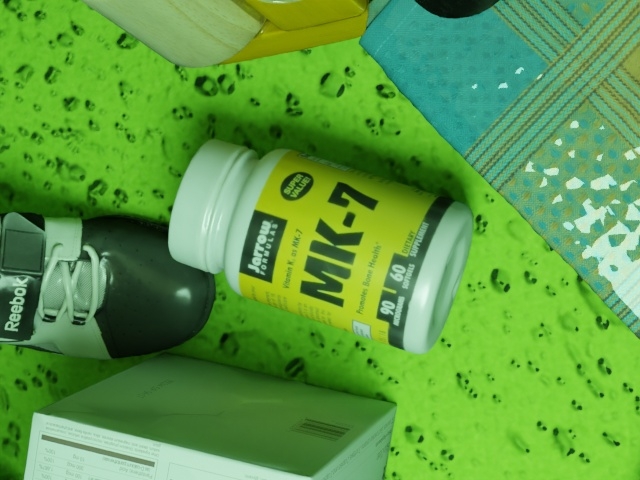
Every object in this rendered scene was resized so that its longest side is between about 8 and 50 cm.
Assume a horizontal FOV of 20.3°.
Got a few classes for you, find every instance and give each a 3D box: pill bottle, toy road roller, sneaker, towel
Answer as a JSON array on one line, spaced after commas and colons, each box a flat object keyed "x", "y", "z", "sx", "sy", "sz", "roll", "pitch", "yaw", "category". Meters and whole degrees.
[{"x": 0.000, "y": 0.000, "z": 1.344, "sx": 0.209, "sy": 0.119, "sz": 0.119, "roll": 17, "pitch": 101, "yaw": 13, "category": "pill bottle"}, {"x": -0.020, "y": -0.280, "z": 1.274, "sx": 0.330, "sy": 0.202, "sz": 0.240, "roll": -12, "pitch": 67, "yaw": 26, "category": "toy road roller"}, {"x": -0.252, "y": 0.034, "z": 1.407, "sx": 0.331, "sy": 0.146, "sz": 0.122, "roll": 6, "pitch": 97, "yaw": 13, "category": "sneaker"}, {"x": 0.235, "y": -0.117, "z": 1.308, "sx": 0.370, "sy": 0.040, "sz": 0.271, "roll": 47, "pitch": 107, "yaw": 3, "category": "towel"}]

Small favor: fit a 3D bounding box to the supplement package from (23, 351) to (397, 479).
[{"x": -0.077, "y": 0.191, "z": 1.314, "sx": 0.204, "sy": 0.262, "sz": 0.145, "roll": 12, "pitch": 99, "yaw": 14, "category": "supplement package"}]
